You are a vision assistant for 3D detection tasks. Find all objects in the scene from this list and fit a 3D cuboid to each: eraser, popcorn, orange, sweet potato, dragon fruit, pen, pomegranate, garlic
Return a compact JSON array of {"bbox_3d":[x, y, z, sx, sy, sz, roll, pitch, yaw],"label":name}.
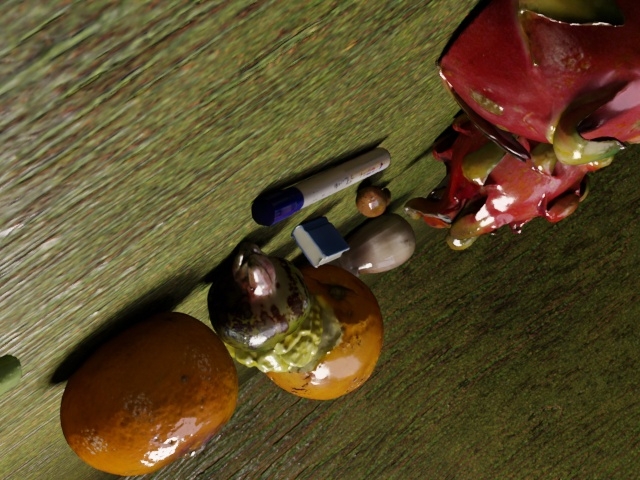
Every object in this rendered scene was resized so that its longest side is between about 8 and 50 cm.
[{"bbox_3d":[0.000,0.000,1.337,0.027,0.063,0.085,-40,171,26],"label":"eraser"},{"bbox_3d":[-0.083,0.127,1.395,0.173,0.173,0.142,-31,161,-42],"label":"popcorn"},{"bbox_3d":[-0.204,0.192,1.124,0.224,0.170,0.224,-39,171,-7],"label":"orange"},{"bbox_3d":[0.086,-0.062,1.450,0.050,0.050,0.214,-40,176,8],"label":"sweet potato"},{"bbox_3d":[-0.004,0.158,1.609,0.240,0.240,0.240,-38,172,-6],"label":"orange"},{"bbox_3d":[0.305,-0.200,1.008,0.305,0.225,0.305,-39,174,-5],"label":"dragon fruit"},{"bbox_3d":[0.009,-0.069,1.102,0.033,0.033,0.269,-44,170,37],"label":"pen"},{"bbox_3d":[0.295,-0.113,1.455,0.243,0.227,0.307,-29,171,-30],"label":"dragon fruit"},{"bbox_3d":[-0.079,0.076,1.195,0.138,0.125,0.163,-23,167,-15],"label":"pomegranate"},{"bbox_3d":[0.124,0.001,1.829,0.266,0.148,0.128,-16,120,-60],"label":"garlic"}]

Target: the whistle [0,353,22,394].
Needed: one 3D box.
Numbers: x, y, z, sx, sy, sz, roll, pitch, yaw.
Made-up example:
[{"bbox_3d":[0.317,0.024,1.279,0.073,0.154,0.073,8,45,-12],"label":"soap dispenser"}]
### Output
[{"bbox_3d":[-0.317,0.145,0.652,0.227,0.085,0.105,-33,171,-28],"label":"whistle"}]
